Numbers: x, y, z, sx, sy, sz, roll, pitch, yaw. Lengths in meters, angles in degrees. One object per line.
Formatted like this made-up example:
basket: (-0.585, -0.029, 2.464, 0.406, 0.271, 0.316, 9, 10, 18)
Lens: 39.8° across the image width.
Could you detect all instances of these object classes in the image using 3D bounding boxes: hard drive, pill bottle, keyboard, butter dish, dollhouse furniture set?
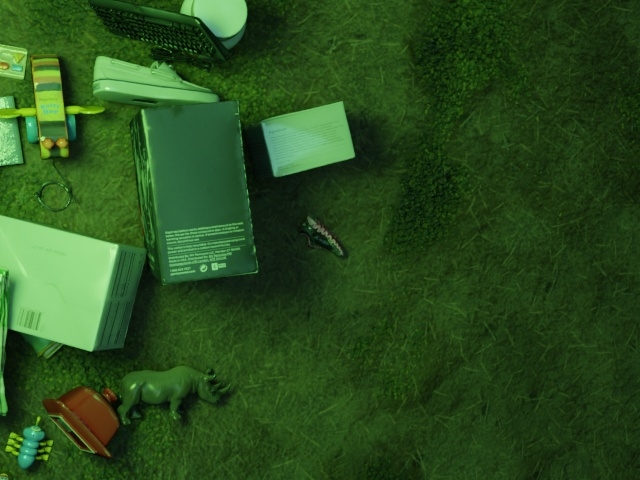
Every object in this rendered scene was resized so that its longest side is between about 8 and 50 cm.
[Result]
hard drive: (-0.643, -0.212, 1.742, 0.094, 0.022, 0.135, -9, 96, -16)
pill bottle: (-0.217, -0.432, 1.747, 0.131, 0.229, 0.131, -1, 93, -16)
keyboard: (-0.300, -0.388, 1.707, 0.033, 0.317, 0.201, -62, 145, -11)
butter dish: (-0.458, 0.345, 1.771, 0.160, 0.160, 0.118, 51, 62, -13)
dollhouse furniture set: (-0.525, 0.169, 1.779, 0.151, 0.058, 0.076, -42, 103, -10)

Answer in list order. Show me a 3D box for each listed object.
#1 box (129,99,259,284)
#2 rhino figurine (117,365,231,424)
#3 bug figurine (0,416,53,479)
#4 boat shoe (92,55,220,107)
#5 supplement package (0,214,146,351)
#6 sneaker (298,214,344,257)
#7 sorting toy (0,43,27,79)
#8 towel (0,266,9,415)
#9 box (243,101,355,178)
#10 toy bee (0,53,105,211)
box: (-0.253, -0.094, 1.698, 0.178, 0.343, 0.313, -7, 94, -15)
rhino figurine: (-0.304, 0.315, 1.845, 0.243, 0.073, 0.106, -4, 97, -18)
bug figurine: (-0.680, 0.436, 1.741, 0.279, 0.072, 0.216, 14, 89, -17)
boat shoe: (-0.327, -0.316, 1.782, 0.267, 0.096, 0.088, 3, 81, -27)
supplement package: (-0.498, 0.081, 1.685, 0.261, 0.145, 0.204, 13, 89, 12)
sneaker: (0.000, 0.000, 1.938, 0.057, 0.047, 0.119, -43, 103, 11)
sorting toy: (-0.625, -0.355, 1.744, 0.083, 0.012, 0.062, 8, 91, -17)
towel: (-0.687, 0.166, 1.636, 0.247, 0.038, 0.325, 16, 116, 9)
box: (-0.047, -0.206, 1.835, 0.181, 0.181, 0.119, -16, 98, -15)
toy bee: (-0.508, -0.221, 1.710, 0.195, 0.162, 0.298, -28, 101, -17)
